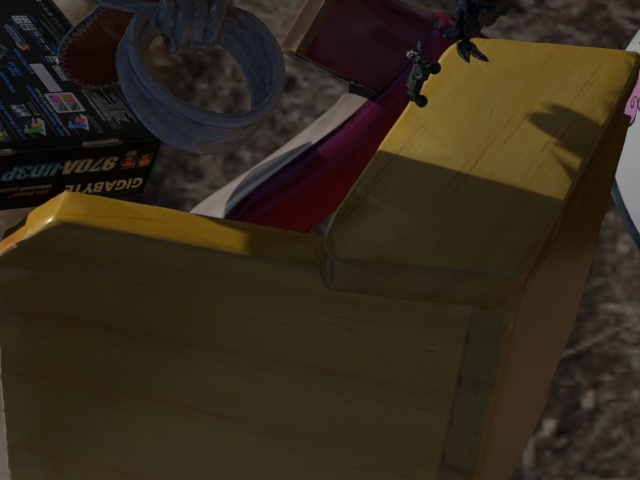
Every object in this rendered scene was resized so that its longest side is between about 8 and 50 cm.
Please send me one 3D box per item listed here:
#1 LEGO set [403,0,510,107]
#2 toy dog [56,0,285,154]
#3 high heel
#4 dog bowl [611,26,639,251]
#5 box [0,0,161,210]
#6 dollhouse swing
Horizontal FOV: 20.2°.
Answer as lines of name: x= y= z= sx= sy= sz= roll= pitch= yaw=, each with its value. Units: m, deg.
LEGO set: x=0.057 y=-0.090 z=0.711 sx=0.023 sy=0.083 sz=0.054 roll=37 pitch=136 yaw=22
toy dog: x=-0.169 y=-0.167 z=1.030 sx=0.161 sy=0.334 sz=0.220 roll=139 pitch=145 yaw=-71
high heel: x=0.000 y=0.000 z=1.303 sx=0.377 sy=0.181 sz=0.127 roll=-60 pitch=16 yaw=7
dog bowl: x=0.456 y=-0.094 z=1.528 sx=0.150 sy=0.408 sz=0.408 roll=115 pitch=142 yaw=-61
box: x=-0.231 y=-0.108 z=1.171 sx=0.220 sy=0.175 sz=0.051 roll=50 pitch=130 yaw=32
dollhouse swing: x=-0.004 y=0.037 z=1.192 sx=0.305 sy=0.315 sz=0.347 roll=21 pitch=137 yaw=14
